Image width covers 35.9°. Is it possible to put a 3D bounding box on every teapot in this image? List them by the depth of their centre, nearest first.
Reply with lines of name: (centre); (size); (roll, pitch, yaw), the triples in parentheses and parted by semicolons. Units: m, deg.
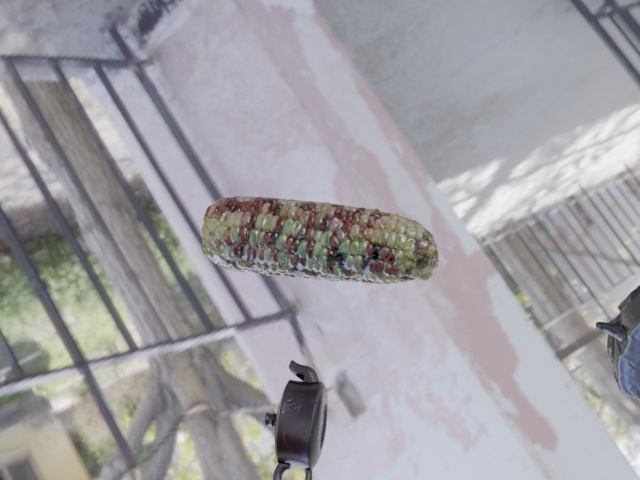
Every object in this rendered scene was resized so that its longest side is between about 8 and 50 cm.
teapot: (-0.020, 0.140, 0.738); (0.045, 0.100, 0.068); (6, 164, 9)

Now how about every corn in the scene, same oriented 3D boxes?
corn: (0.000, 0.000, 1.023); (0.254, 0.086, 0.086); (4, 175, 17)

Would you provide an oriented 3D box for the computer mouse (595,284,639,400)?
computer mouse: (0.407, 0.128, 0.991); (0.088, 0.264, 0.147); (-44, 153, -46)
